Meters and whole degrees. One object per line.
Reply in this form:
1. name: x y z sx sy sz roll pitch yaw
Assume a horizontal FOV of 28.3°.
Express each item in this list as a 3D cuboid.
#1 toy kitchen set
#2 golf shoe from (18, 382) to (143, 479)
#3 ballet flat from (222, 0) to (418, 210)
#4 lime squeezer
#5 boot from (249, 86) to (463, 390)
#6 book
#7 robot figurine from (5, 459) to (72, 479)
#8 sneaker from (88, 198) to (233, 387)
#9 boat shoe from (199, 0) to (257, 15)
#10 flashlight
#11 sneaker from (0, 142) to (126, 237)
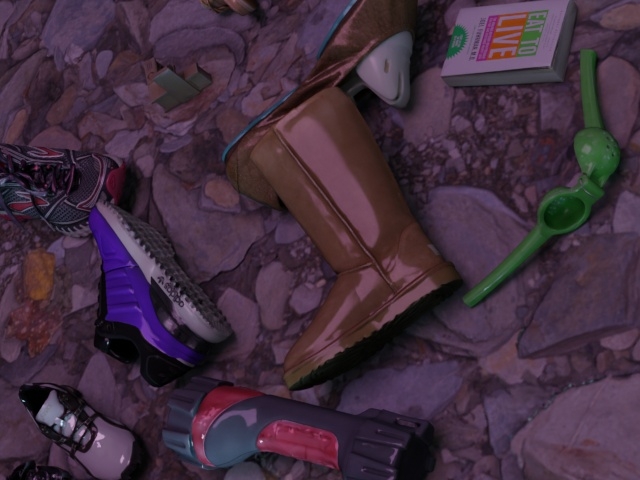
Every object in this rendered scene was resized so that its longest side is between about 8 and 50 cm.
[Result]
1. toy kitchen set: -0.205 -0.235 1.728 0.083 0.068 0.075 -29 54 21
2. golf shoe: -0.301 0.234 1.558 0.198 0.094 0.077 25 83 39
3. ballet flat: 0.026 -0.169 1.512 0.342 0.116 0.124 -47 68 9
4. lime squeezer: 0.247 -0.063 1.327 0.110 0.059 0.310 21 83 40
5. boot: 0.000 0.000 1.413 0.236 0.089 0.269 -35 70 2
6. book: 0.215 -0.225 1.447 0.144 0.035 0.096 1 65 38
7. robot figurine: -0.386 0.394 1.547 0.291 0.085 0.211 -27 56 24
8. sneaker: -0.240 0.070 1.585 0.146 0.102 0.293 -49 49 8
9. boat shoe: -0.141 -0.340 1.741 0.059 0.063 0.170 -49 40 9
10. flashlight: -0.030 0.221 1.365 0.304 0.103 0.103 10 114 36
11. sneaker: -0.391 -0.076 1.759 0.299 0.112 0.121 1 69 36
